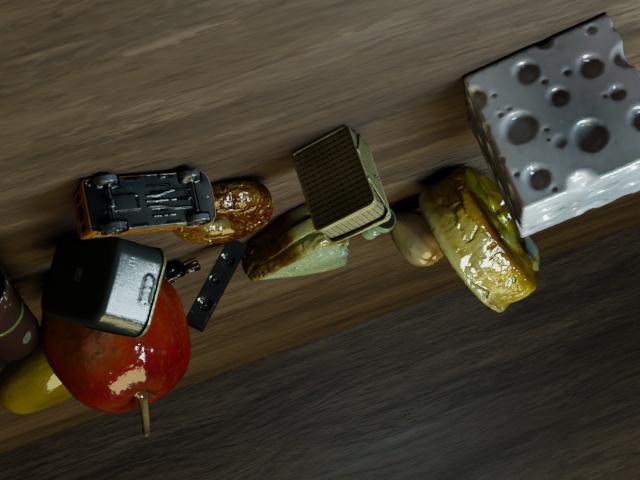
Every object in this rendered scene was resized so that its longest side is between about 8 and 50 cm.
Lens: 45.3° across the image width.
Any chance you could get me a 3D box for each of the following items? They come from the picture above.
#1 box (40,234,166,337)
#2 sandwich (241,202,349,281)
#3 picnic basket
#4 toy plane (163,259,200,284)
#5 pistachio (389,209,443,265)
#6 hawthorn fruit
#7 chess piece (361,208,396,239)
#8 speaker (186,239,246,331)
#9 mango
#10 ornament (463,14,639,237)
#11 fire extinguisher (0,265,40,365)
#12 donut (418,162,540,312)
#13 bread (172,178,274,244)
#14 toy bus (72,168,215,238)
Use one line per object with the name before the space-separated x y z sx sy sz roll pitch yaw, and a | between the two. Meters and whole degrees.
box | -0.342 0.066 1.189 0.201 0.145 0.090 4 167 44
sandwich | 0.001 0.005 1.643 0.288 0.100 0.254 -4 159 -47
picnic basket | 0.033 -0.089 1.230 0.115 0.164 0.079 -26 156 19
toy plane | -0.345 0.089 1.571 0.197 0.053 0.078 -27 174 7
pistachio | 0.225 -0.016 1.786 0.117 0.145 0.200 -37 -154 5
hawthorn fruit | -0.361 0.203 1.396 0.287 0.330 0.287 -21 154 -11
chess piece | 0.124 -0.032 1.785 0.059 0.059 0.149 -16 171 -20
speaker | -0.207 0.087 1.529 0.040 0.191 0.046 25 161 2
mango | -0.621 0.299 1.796 0.331 0.142 0.195 -34 167 17
ornament | 0.394 -0.175 1.261 0.239 0.240 0.240 -22 165 9
fire extinguisher | -0.520 0.114 1.245 0.105 0.141 0.341 14 157 -4
donut | 0.358 -0.014 1.668 0.160 0.330 0.330 -33 162 20
bread | -0.166 -0.043 1.317 0.193 0.064 0.193 -16 163 -5
toy bus | -0.256 -0.051 1.124 0.194 0.083 0.088 -7 169 -34
